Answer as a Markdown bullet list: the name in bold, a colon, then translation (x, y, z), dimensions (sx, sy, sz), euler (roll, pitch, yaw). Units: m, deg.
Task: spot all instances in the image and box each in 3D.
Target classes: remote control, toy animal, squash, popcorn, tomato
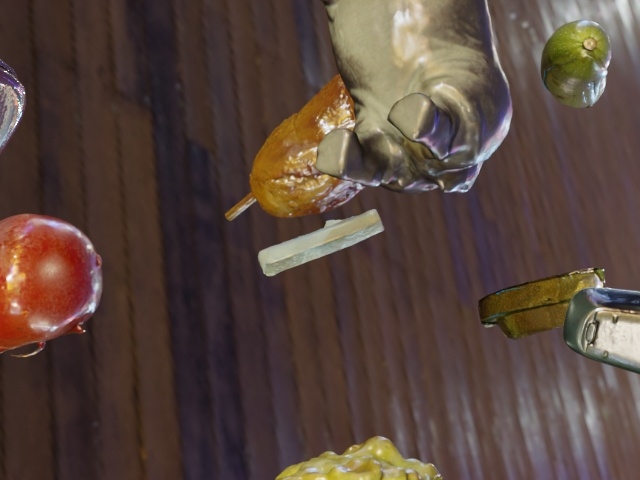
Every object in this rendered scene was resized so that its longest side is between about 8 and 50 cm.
- **remote control**: translation (0.300, 0.085, 1.050), dimensions (0.042, 0.222, 0.072), euler (-61, 163, -71)
- **toy animal**: translation (0.048, -0.194, 0.900), dimensions (0.168, 0.106, 0.343), euler (26, 53, -51)
- **squash**: translation (0.336, -0.228, 1.792), dimensions (0.341, 0.095, 0.094), euler (24, 51, -79)
- **popcorn**: translation (0.035, 0.435, 1.971), dimensions (0.312, 0.312, 0.312), euler (44, 36, -45)
- **tomato**: translation (-0.329, 0.045, 1.510), dimensions (0.167, 0.167, 0.167), euler (44, 36, -45)

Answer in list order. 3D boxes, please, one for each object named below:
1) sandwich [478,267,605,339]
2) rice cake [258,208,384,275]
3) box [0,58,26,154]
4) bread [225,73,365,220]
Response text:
- **sandwich**: translation (0.350, 0.105, 2.085), dimensions (0.159, 0.235, 0.079), euler (8, 70, -60)
- **rice cake**: translation (0.000, 0.000, 1.870), dimensions (0.030, 0.180, 0.042), euler (75, -7, -49)
- **box**: translation (-0.640, -0.133, 2.197), dimensions (0.108, 0.404, 0.263), euler (34, 0, 18)
- **bread**: translation (0.032, -0.121, 1.491), dimensions (0.124, 0.344, 0.084), euler (54, 11, 3)
